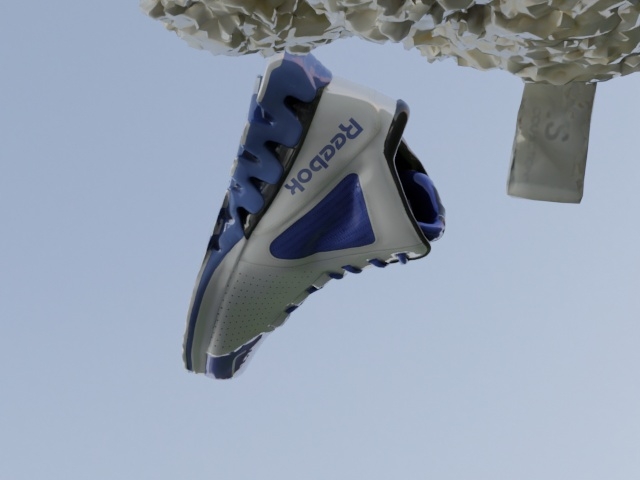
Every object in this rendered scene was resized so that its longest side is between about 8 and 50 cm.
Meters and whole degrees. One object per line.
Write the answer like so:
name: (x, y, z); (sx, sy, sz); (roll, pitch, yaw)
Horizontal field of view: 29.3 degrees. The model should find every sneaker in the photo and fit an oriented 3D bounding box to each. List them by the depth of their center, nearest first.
sneaker: (0.000, -0.001, 1.016); (0.182, 0.127, 0.315); (17, -58, -5)

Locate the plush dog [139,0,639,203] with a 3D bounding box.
plush dog: (0.042, -0.120, 0.290); (0.262, 0.210, 0.225); (-47, -23, 18)
